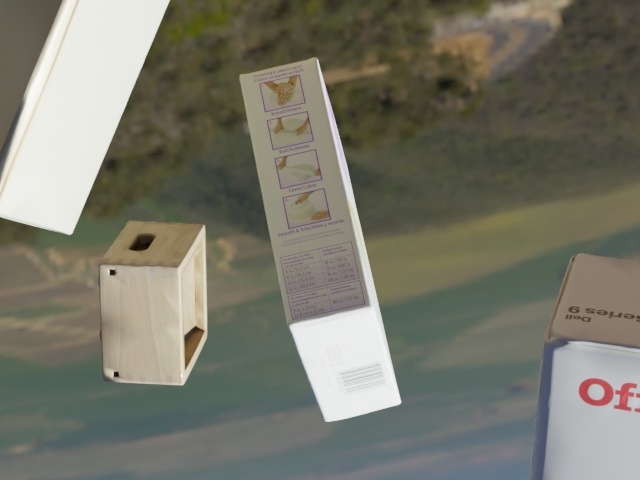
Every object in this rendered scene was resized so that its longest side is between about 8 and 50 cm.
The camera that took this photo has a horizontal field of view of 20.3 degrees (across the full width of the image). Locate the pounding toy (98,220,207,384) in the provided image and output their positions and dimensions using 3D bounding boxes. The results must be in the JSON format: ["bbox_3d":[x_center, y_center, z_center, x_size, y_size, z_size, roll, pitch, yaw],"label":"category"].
[{"bbox_3d":[-0.156,0.056,1.573,0.100,0.130,0.141,3,-160,7],"label":"pounding toy"}]

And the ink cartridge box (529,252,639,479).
[{"bbox_3d":[0.234,0.169,1.076,0.211,0.289,0.121,8,-153,13],"label":"ink cartridge box"}]

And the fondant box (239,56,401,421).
[{"bbox_3d":[0.000,0.000,1.981,0.096,0.330,0.238,-14,149,2],"label":"fondant box"}]

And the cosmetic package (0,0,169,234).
[{"bbox_3d":[-0.214,-0.179,1.356,0.160,0.309,0.113,23,-177,33],"label":"cosmetic package"}]
